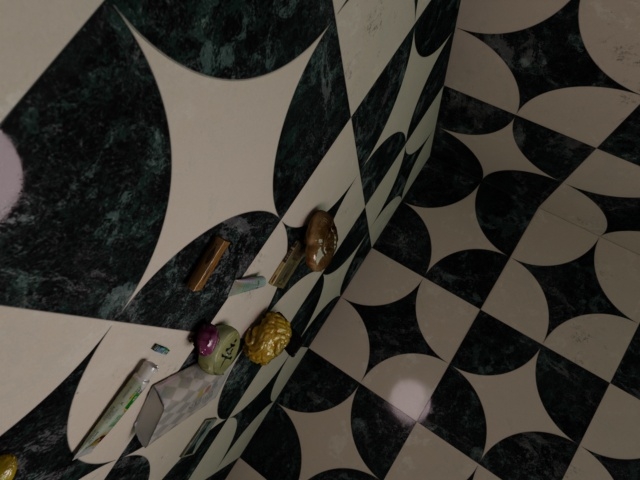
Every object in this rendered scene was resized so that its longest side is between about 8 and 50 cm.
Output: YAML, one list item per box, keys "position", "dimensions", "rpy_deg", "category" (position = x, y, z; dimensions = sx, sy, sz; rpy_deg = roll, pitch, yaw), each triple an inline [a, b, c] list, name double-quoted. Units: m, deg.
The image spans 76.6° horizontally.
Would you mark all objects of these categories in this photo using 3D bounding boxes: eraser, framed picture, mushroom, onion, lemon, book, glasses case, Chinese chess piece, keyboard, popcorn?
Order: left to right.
- position: [-0.685, 0.495, 0.858]
  dimensions: [0.092, 0.065, 0.065]
  rpy_deg: [-51, 162, -8]
  category: "lemon"
- position: [-0.493, 0.569, 1.510]
  dimensions: [0.212, 0.082, 0.397]
  rpy_deg: [-62, 163, 12]
  category: "eraser"
- position: [-0.602, 0.976, 2.015]
  dimensions: [0.203, 0.015, 0.150]
  rpy_deg: [-55, 163, -14]
  category: "framed picture"
- position: [-0.397, 0.337, 1.384]
  dimensions: [0.105, 0.115, 0.115]
  rpy_deg: [6, 124, -23]
  category: "onion"
- position: [-0.331, 0.066, 1.187]
  dimensions: [0.169, 0.041, 0.064]
  rpy_deg: [-59, 175, -2]
  category: "glasses case"
- position: [-0.376, 0.410, 1.521]
  dimensions: [0.188, 0.083, 0.188]
  rpy_deg: [19, 90, -73]
  category: "Chinese chess piece"
- position: [-0.248, 0.457, 1.869]
  dimensions: [0.250, 0.190, 0.250]
  rpy_deg: [-59, 176, -7]
  category: "popcorn"
- position: [-0.173, 0.453, 1.972]
  dimensions: [0.016, 0.262, 0.106]
  rpy_deg: [29, 97, -43]
  category: "keyboard"
- position: [-0.142, 0.110, 1.839]
  dimensions: [0.230, 0.027, 0.161]
  rpy_deg: [-59, 163, -4]
  category: "book"
- position: [0.000, 0.000, 1.818]
  dimensions: [0.278, 0.146, 0.277]
  rpy_deg: [8, 90, -75]
  category: "mushroom"

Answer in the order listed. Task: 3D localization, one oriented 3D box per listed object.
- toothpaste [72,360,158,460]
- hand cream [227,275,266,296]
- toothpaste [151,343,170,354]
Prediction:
- position: [-0.586, 0.486, 1.167]
  dimensions: [0.058, 0.056, 0.314]
  rpy_deg: [40, 83, -33]
  category: "toothpaste"
- position: [-0.275, 0.166, 1.529]
  dimensions: [0.174, 0.047, 0.076]
  rpy_deg: [-9, 129, -58]
  category: "hand cream"
- position: [-0.486, 0.332, 1.235]
  dimensions: [0.020, 0.017, 0.083]
  rpy_deg: [-55, 162, -18]
  category: "toothpaste"
